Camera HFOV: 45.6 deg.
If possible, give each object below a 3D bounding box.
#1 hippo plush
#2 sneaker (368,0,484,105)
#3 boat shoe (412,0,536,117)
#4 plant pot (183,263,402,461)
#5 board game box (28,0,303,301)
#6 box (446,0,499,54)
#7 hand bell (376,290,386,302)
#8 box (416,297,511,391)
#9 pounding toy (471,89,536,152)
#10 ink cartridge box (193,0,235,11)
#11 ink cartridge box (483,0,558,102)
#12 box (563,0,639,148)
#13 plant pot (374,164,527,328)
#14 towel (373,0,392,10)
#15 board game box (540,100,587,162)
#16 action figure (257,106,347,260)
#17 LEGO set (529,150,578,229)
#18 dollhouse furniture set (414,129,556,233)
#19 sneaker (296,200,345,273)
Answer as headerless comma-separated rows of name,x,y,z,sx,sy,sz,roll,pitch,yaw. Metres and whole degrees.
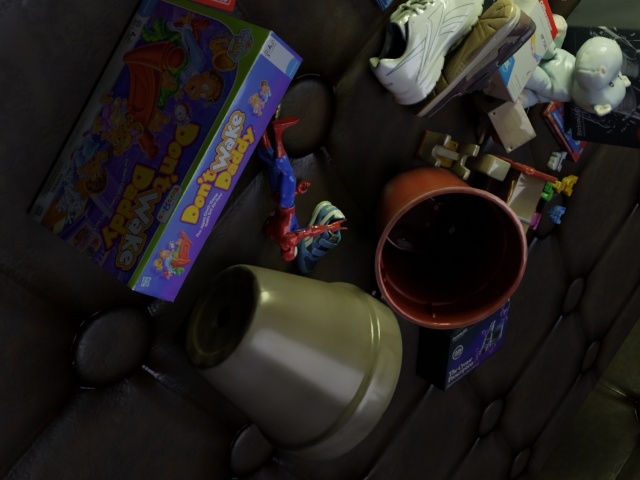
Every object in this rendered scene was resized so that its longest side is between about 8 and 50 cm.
hippo plush,0.544,-0.347,1.699,0.234,0.236,0.294,-41,138,-25
sneaker,0.196,-0.397,1.386,0.129,0.111,0.297,30,86,-43
boat shoe,0.286,-0.324,1.435,0.092,0.103,0.285,26,130,-22
plant pot,-0.067,0.181,1.310,0.280,0.323,0.323,34,85,-36
board game box,-0.205,-0.130,0.981,0.078,0.233,0.347,28,90,-57
box,0.334,-0.442,1.554,0.175,0.051,0.220,-9,119,-46
hand bell,0.223,0.133,1.763,0.242,0.126,0.126,8,107,-37
box,0.373,0.244,1.979,0.261,0.103,0.184,-27,128,-36
pounding toy,0.385,-0.262,1.662,0.100,0.141,0.130,-31,120,8
ink cartridge box,-0.169,-0.438,0.981,0.275,0.060,0.239,-1,111,-48
ink cartridge box,0.401,-0.415,1.539,0.231,0.078,0.134,-58,143,-7
box,0.775,-0.404,1.831,0.179,0.312,0.343,-48,136,-29
plant pot,0.219,-0.014,1.454,0.272,0.265,0.272,-2,112,-4
towel,0.100,-0.457,1.297,0.067,0.029,0.119,-56,142,-9
board game box,0.669,-0.329,2.023,0.281,0.027,0.145,33,85,-52
action figure,-0.035,-0.094,1.312,0.139,0.091,0.280,-20,127,-29
LEGO set,0.621,-0.129,2.042,0.093,0.087,0.227,6,106,-50
dollhouse furniture set,0.332,-0.111,1.711,0.374,0.152,0.201,14,103,-34
sneaker,0.000,0.000,1.438,0.053,0.059,0.144,9,106,-53
